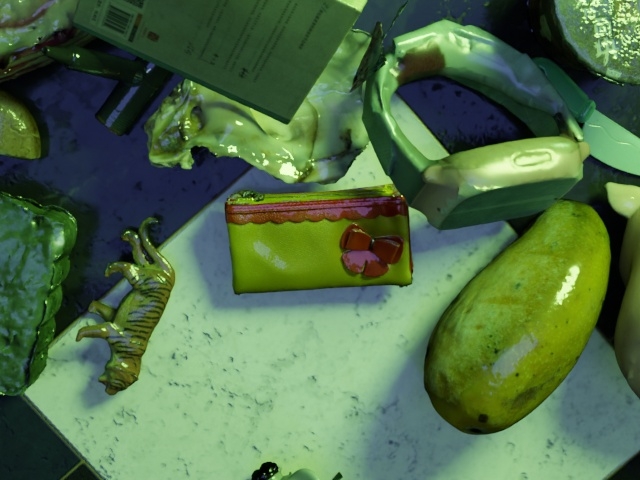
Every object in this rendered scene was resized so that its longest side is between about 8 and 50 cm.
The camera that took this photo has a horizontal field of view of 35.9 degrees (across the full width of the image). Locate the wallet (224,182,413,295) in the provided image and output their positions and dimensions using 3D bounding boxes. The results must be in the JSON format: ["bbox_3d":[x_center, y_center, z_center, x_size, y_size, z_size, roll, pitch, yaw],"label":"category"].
[{"bbox_3d":[0.000,0.000,1.277,0.241,0.067,0.141,-4,117,1],"label":"wallet"}]

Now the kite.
[{"bbox_3d":[0.073,-0.242,1.203,0.011,0.139,0.157,24,122,-17],"label":"kite"}]

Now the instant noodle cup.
[{"bbox_3d":[0.358,-0.292,1.195,0.217,0.207,0.218,0,98,-2],"label":"instant noodle cup"}]

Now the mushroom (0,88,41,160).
[{"bbox_3d":[-0.460,-0.160,1.263,0.209,0.072,0.094,15,88,-3],"label":"mushroom"}]

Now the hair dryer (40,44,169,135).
[{"bbox_3d":[-0.251,-0.229,1.205,0.050,0.195,0.173,38,94,24],"label":"hair dryer"}]

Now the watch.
[{"bbox_3d":[0.180,-0.150,1.227,0.253,0.162,0.241,-9,72,-15],"label":"watch"}]

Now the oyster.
[{"bbox_3d":[-0.059,-0.170,1.256,0.271,0.100,0.275,25,78,-5],"label":"oyster"}]

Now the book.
[{"bbox_3d":[-0.120,-0.250,1.095,0.282,0.025,0.215,24,141,-15],"label":"book"}]

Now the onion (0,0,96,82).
[{"bbox_3d":[-0.381,-0.336,1.217,0.314,0.146,0.280,-25,83,9],"label":"onion"}]

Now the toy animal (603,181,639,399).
[{"bbox_3d":[0.470,0.065,1.246,0.195,0.256,0.213,-6,140,25],"label":"toy animal"}]

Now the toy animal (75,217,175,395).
[{"bbox_3d":[-0.252,0.087,1.310,0.099,0.057,0.241,25,94,-11],"label":"toy animal"}]

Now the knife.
[{"bbox_3d":[0.365,-0.148,1.302,0.260,0.034,0.063,36,94,-7],"label":"knife"}]

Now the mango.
[{"bbox_3d":[0.261,0.099,1.256,0.329,0.175,0.176,-45,64,-3],"label":"mango"}]

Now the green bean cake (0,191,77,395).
[{"bbox_3d":[-0.451,0.052,1.260,0.241,0.132,0.255,13,95,-3],"label":"green bean cake"}]

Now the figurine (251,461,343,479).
[{"bbox_3d":[-0.029,0.382,1.315,0.147,0.126,0.192,-33,80,12],"label":"figurine"}]
